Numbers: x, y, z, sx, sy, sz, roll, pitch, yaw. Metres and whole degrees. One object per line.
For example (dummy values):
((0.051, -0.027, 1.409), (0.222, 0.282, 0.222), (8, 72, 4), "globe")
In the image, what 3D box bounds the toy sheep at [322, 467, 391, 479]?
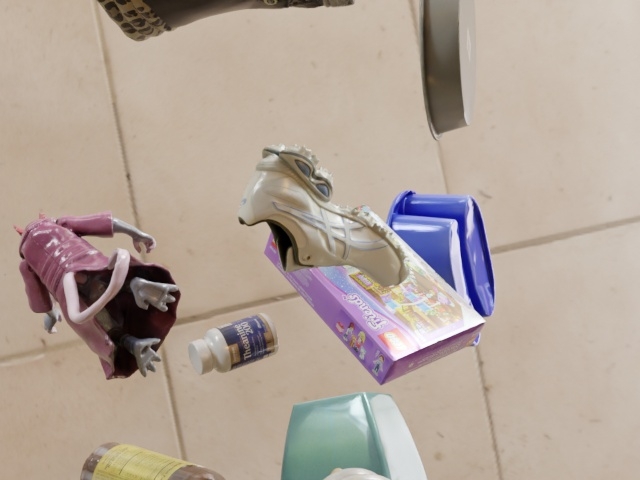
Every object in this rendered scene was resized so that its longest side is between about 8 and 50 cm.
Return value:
((0.030, 0.206, 0.569), (0.091, 0.132, 0.091), (-6, 109, -18), "toy sheep")

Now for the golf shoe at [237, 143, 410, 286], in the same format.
((0.000, 0.000, 0.680), (0.176, 0.069, 0.086), (41, 73, -27), "golf shoe")

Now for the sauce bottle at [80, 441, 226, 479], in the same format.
((-0.212, 0.386, 1.208), (0.111, 0.345, 0.111), (-10, 102, -53), "sauce bottle")

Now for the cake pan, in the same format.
((0.196, -0.297, 1.215), (0.054, 0.293, 0.293), (1, 87, 16), "cake pan")

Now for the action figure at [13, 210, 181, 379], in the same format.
((-0.402, 0.064, 1.301), (0.370, 0.276, 0.248), (35, 89, 27), "action figure")

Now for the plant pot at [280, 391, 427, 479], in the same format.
((0.047, 0.321, 1.049), (0.165, 0.166, 0.234), (25, 54, -62), "plant pot")

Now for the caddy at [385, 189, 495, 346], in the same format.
((0.225, 0.062, 1.629), (0.241, 0.179, 0.341), (-47, 128, -52), "caddy")

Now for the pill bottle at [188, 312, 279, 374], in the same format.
((-0.127, 0.153, 1.173), (0.120, 0.067, 0.067), (-17, 94, -28), "pill bottle")

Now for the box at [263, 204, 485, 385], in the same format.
((0.079, 0.070, 1.230), (0.201, 0.057, 0.293), (-15, 49, -39), "box")

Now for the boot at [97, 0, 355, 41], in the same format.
((-0.083, -0.218, 0.517), (0.179, 0.236, 0.085), (-10, 65, 12), "boot")
